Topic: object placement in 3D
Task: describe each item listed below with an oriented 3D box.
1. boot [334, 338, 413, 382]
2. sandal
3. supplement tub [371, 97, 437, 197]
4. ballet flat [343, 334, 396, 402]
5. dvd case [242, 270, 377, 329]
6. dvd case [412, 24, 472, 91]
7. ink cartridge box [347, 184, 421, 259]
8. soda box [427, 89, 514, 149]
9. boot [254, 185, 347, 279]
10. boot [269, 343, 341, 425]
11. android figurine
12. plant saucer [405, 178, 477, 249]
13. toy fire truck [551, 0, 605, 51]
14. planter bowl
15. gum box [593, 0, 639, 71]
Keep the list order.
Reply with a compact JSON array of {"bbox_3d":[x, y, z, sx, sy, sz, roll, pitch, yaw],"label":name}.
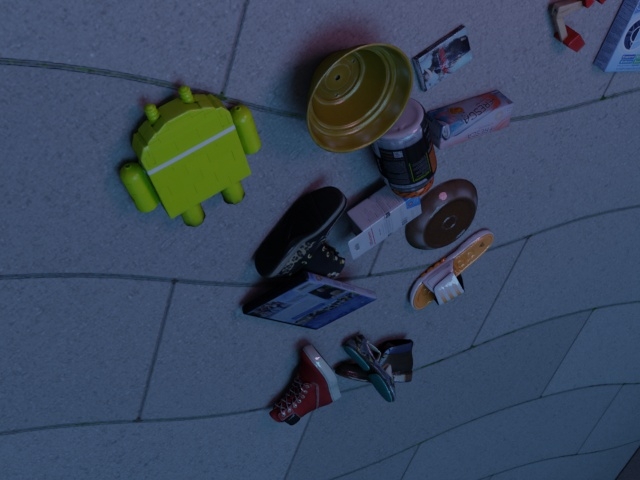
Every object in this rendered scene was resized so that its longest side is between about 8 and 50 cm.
[{"bbox_3d":[0.139,0.296,2.202,0.219,0.082,0.106,5,99,-29],"label":"boot"},{"bbox_3d":[0.329,0.082,2.118,0.265,0.076,0.102,-43,141,5],"label":"sandal"},{"bbox_3d":[0.162,-0.175,1.702,0.117,0.117,0.190,-32,141,-9],"label":"supplement tub"},{"bbox_3d":[0.136,0.305,2.127,0.070,0.070,0.188,-38,100,-2],"label":"ballet flat"},{"bbox_3d":[-0.020,0.132,1.870,0.180,0.022,0.253,-29,152,29],"label":"dvd case"},{"bbox_3d":[0.234,-0.347,1.675,0.119,0.013,0.087,-34,141,-5],"label":"dvd case"},{"bbox_3d":[0.119,-0.048,1.820,0.180,0.060,0.104,-34,156,-6],"label":"ink cartridge box"},{"bbox_3d":[0.304,-0.248,1.791,0.183,0.058,0.063,-21,138,-23],"label":"soda box"},{"bbox_3d":[-0.001,-0.001,1.771,0.236,0.085,0.178,-45,144,18],"label":"boot"},{"bbox_3d":[-0.051,0.353,2.077,0.176,0.088,0.244,-29,144,-10],"label":"boot"},{"bbox_3d":[-0.217,-0.142,1.482,0.248,0.056,0.273,-31,141,-9],"label":"android figurine"},{"bbox_3d":[0.284,-0.049,1.988,0.198,0.036,0.199,-22,138,-21],"label":"plant saucer"},{"bbox_3d":[0.504,-0.473,1.738,0.135,0.047,0.192,-47,140,12],"label":"toy fire truck"},{"bbox_3d":[0.049,-0.268,1.543,0.217,0.090,0.217,-21,137,-21],"label":"planter bowl"},{"bbox_3d":[0.697,-0.459,1.910,0.156,0.041,0.185,-9,133,-32],"label":"gum box"}]
